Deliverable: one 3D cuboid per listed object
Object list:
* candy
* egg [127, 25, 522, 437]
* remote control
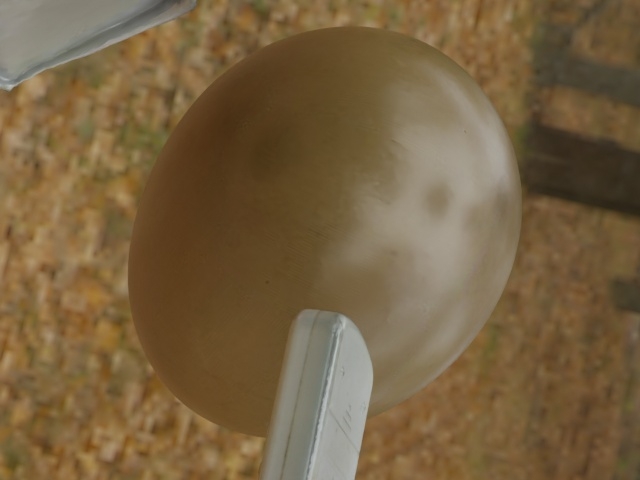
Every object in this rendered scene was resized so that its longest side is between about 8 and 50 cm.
[{"bbox_3d":[-0.183,-0.211,1.248,0.195,0.184,0.137,57,10,-66],"label":"candy"},{"bbox_3d":[0.000,0.000,1.562,0.374,0.301,0.301,-58,-177,34],"label":"egg"},{"bbox_3d":[-0.010,0.126,0.834,0.087,0.029,0.190,61,38,-66],"label":"remote control"}]
